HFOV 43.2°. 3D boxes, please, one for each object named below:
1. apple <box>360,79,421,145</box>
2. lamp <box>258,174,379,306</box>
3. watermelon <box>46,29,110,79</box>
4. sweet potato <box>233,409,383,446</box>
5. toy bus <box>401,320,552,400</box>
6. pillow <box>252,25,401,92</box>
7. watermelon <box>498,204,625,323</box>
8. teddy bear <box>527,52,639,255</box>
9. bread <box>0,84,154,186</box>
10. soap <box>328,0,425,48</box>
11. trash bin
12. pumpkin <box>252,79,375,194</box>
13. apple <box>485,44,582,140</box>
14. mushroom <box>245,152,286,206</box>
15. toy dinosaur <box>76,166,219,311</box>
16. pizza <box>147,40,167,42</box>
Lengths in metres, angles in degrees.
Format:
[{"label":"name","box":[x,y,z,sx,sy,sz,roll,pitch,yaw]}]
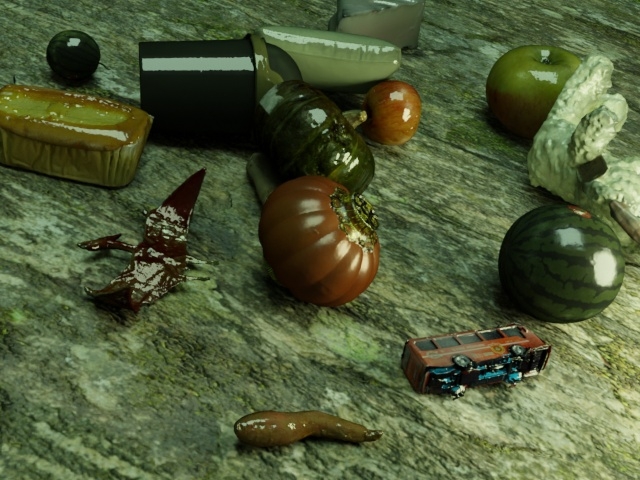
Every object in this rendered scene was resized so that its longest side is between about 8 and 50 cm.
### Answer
[{"label":"apple","box":[0.148,-0.276,1.744,0.146,0.147,0.146,9,38,-7]},{"label":"lamp","box":[0.000,0.000,1.308,0.223,0.196,0.223,40,32,-32]},{"label":"watermelon","box":[-0.504,-0.384,1.693,0.133,0.105,0.105,15,36,-22]},{"label":"sweet potato","box":[-0.018,0.258,1.105,0.214,0.050,0.050,6,38,-22]},{"label":"toy bus","box":[0.245,0.183,1.268,0.234,0.074,0.096,-7,36,-25]},{"label":"pillow","box":[0.010,-0.399,1.794,0.322,0.120,0.255,8,-1,-1]},{"label":"watermelon","box":[0.415,0.041,1.390,0.212,0.212,0.212,9,38,-7]},{"label":"teddy bear","box":[0.624,-0.159,1.646,0.375,0.327,0.362,-49,41,-11]},{"label":"bread","box":[-0.458,-0.195,1.462,0.288,0.119,0.153,12,34,-5]},{"label":"soap","box":[0.154,-0.536,2.069,0.257,0.159,0.302,13,39,-7]},{"label":"trash bin","box":[-0.193,-0.307,1.617,0.333,0.214,0.214,-1,40,-12]},{"label":"pumpkin","box":[0.004,-0.181,1.483,0.260,0.189,0.260,46,9,-10]},{"label":"apple","box":[0.526,-0.350,1.926,0.260,0.194,0.261,4,41,-4]},{"label":"mushroom","box":[-0.092,-0.106,1.519,0.084,0.071,0.209,1,36,-26]},{"label":"toy dinosaur","box":[-0.257,-0.003,1.295,0.206,0.113,0.327,33,39,22]},{"label":"pizza","box":[-0.280,-0.380,1.799,0.246,0.058,0.127,20,37,3]}]
